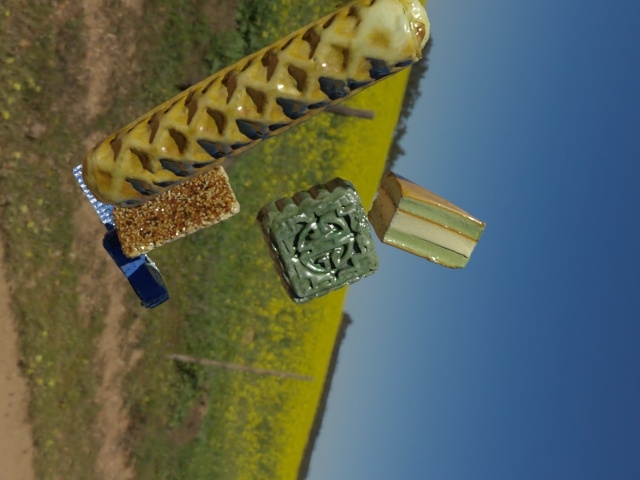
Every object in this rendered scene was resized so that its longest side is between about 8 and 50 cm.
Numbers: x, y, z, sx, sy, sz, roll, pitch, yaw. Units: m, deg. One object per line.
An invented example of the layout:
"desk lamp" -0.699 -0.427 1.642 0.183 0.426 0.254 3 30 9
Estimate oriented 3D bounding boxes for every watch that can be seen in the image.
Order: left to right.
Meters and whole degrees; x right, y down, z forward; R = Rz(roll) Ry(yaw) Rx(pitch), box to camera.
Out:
"watch" -0.437 0.000 1.714 0.276 0.068 0.274 54 -8 44

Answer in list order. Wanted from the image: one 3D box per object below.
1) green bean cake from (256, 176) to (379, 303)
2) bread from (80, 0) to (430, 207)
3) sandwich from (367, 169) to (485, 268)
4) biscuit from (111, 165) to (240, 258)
"green bean cake" 0.000 0.000 1.384 0.094 0.185 0.183 -128 -162 -71
"bread" -0.070 -0.124 0.727 0.077 0.368 0.084 54 22 -35
"sandwich" 0.203 -0.041 1.526 0.144 0.187 0.117 -96 -153 -67
"biscuit" -0.272 -0.058 1.460 0.025 0.231 0.131 72 -7 -57
